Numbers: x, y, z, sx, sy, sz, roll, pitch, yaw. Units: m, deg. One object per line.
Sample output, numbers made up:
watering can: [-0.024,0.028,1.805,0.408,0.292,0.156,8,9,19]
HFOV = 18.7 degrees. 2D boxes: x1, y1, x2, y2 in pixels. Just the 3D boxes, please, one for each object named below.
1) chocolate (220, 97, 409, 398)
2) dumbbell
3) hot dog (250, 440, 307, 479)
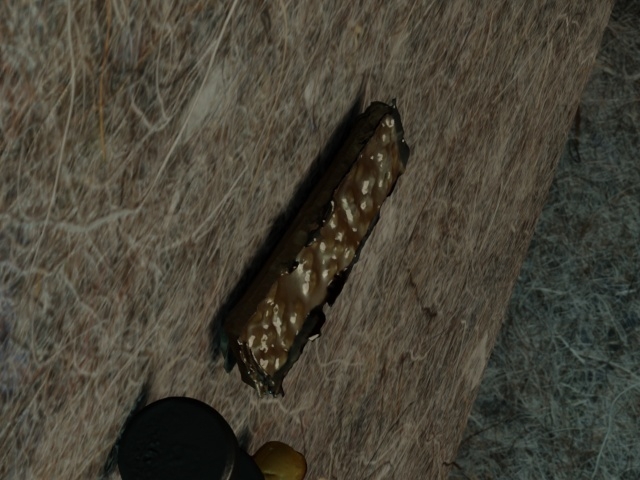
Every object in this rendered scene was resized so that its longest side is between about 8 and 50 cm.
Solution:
chocolate: [-0.005,0.001,1.807,0.329,0.065,0.102,-59,150,-36]
dumbbell: [-0.105,0.201,1.645,0.100,0.100,0.191,-64,165,-14]
hot dog: [-0.096,0.299,1.904,0.250,0.076,0.104,-56,-178,-27]
